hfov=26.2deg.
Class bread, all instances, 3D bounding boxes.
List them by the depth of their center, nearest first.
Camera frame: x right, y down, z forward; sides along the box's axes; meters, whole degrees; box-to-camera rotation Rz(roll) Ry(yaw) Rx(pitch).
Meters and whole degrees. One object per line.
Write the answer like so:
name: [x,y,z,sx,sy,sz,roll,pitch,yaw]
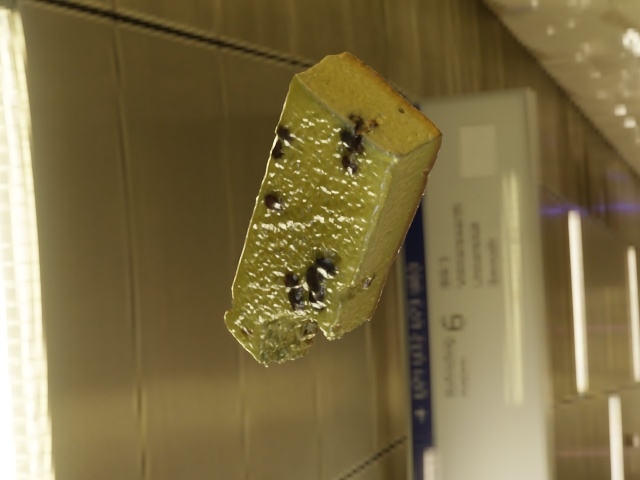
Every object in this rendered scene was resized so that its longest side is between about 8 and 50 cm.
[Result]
bread: [0.000,0.000,0.815,0.049,0.088,0.226,-32,-28,-38]
